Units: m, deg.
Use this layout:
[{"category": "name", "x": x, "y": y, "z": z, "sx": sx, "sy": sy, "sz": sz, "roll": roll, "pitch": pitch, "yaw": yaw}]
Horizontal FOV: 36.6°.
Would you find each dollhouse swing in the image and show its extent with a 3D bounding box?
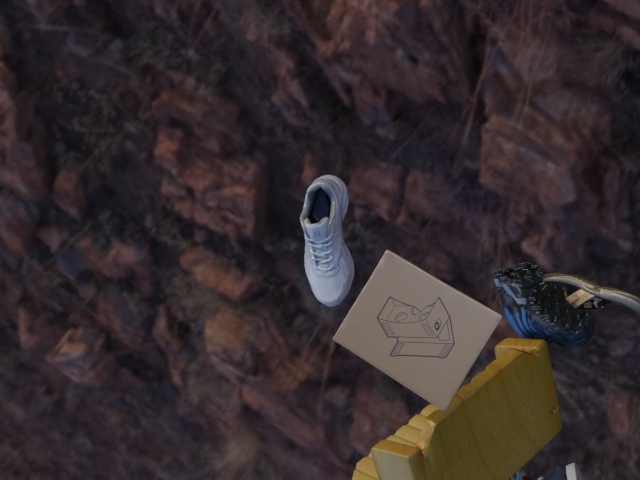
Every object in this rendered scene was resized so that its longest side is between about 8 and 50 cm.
[{"category": "dollhouse swing", "x": 0.211, "y": 0.328, "z": 1.792, "sx": 0.305, "sy": 0.346, "sz": 0.315, "roll": 26, "pitch": 141, "yaw": 48}]

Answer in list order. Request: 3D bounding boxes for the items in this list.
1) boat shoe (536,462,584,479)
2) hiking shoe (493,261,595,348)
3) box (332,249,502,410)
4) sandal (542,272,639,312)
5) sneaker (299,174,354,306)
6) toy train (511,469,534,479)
[{"category": "boat shoe", "x": 0.341, "y": 0.408, "z": 1.381, "sx": 0.079, "sy": 0.254, "sz": 0.095, "roll": -23, "pitch": 108, "yaw": 20}, {"category": "hiking shoe", "x": 0.415, "y": 0.138, "z": 1.745, "sx": 0.113, "sy": 0.304, "sz": 0.132, "roll": -17, "pitch": 109, "yaw": -5}, {"category": "box", "x": 0.143, "y": 0.131, "z": 1.447, "sx": 0.201, "sy": 0.164, "sz": 0.021, "roll": 31, "pitch": -178, "yaw": 15}, {"category": "sandal", "x": 0.404, "y": 0.086, "z": 1.445, "sx": 0.072, "sy": 0.049, "sz": 0.180, "roll": 16, "pitch": -176, "yaw": -45}, {"category": "sneaker", "x": 0.000, "y": 0.000, "z": 1.676, "sx": 0.090, "sy": 0.115, "sz": 0.232, "roll": -6, "pitch": 88, "yaw": 16}, {"category": "toy train", "x": 0.477, "y": 0.525, "z": 2.004, "sx": 0.143, "sy": 0.105, "sz": 0.248, "roll": -14, "pitch": 120, "yaw": 13}]
